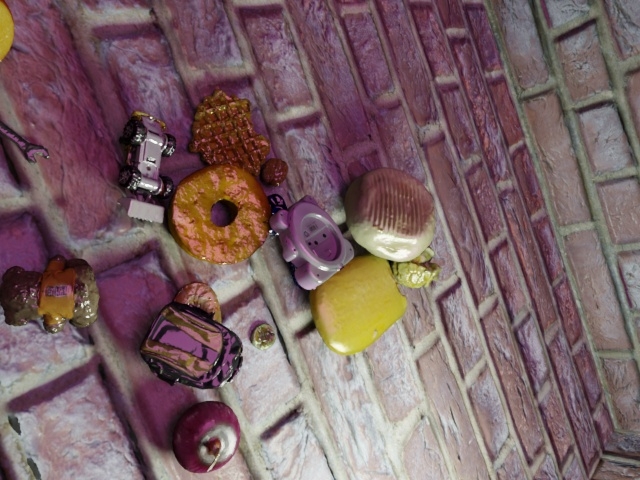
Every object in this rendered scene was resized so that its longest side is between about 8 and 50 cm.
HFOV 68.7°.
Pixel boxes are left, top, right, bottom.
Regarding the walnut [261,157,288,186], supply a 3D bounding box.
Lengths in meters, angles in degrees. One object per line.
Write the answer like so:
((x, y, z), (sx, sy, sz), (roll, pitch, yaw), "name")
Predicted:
((-0.146, -0.220, 1.496), (0.079, 0.082, 0.096), (21, 68, -6), "walnut")

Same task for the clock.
((-0.026, -0.002, 1.401), (0.247, 0.090, 0.228), (56, 42, -1), "clock")

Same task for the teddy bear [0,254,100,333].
((-0.591, 0.119, 1.029), (0.190, 0.140, 0.176), (-2, 86, -32), "teddy bear")

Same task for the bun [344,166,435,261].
((0.237, -0.084, 1.685), (0.362, 0.213, 0.360), (9, 58, -15), "bun")

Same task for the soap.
((0.123, 0.213, 1.610), (0.428, 0.115, 0.305), (-18, 92, -46), "soap")

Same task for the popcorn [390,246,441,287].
((0.358, 0.088, 1.800), (0.186, 0.167, 0.187), (11, 67, -30), "popcorn")

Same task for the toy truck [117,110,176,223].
((-0.457, -0.187, 1.208), (0.136, 0.111, 0.285), (16, 74, -54), "toy truck")

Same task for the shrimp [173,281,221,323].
((-0.331, 0.229, 1.273), (0.133, 0.053, 0.235), (-12, 90, -36), "shrimp")

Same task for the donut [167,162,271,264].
((-0.290, -0.071, 1.327), (0.303, 0.110, 0.302), (8, 76, -36), "donut")

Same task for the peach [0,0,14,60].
((-0.742, -0.451, 0.969), (0.190, 0.190, 0.192), (-19, 76, -40), "peach")

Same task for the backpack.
((-0.317, 0.278, 1.195), (0.258, 0.133, 0.206), (31, 73, -13), "backpack")

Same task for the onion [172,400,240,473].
((-0.288, 0.500, 1.196), (0.177, 0.154, 0.177), (23, 55, -37), "onion")

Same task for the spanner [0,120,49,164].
((-0.733, -0.267, 1.053), (0.254, 0.015, 0.054), (43, 57, -25), "spanner")

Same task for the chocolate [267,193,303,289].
((-0.105, -0.020, 1.480), (0.149, 0.126, 0.343), (-32, 97, -2), "chocolate")

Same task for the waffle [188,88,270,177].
((-0.267, -0.318, 1.429), (0.291, 0.051, 0.290), (10, 74, -38), "waffle")

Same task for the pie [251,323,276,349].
((-0.173, 0.292, 1.414), (0.085, 0.017, 0.085), (9, 75, -38), "pie")
